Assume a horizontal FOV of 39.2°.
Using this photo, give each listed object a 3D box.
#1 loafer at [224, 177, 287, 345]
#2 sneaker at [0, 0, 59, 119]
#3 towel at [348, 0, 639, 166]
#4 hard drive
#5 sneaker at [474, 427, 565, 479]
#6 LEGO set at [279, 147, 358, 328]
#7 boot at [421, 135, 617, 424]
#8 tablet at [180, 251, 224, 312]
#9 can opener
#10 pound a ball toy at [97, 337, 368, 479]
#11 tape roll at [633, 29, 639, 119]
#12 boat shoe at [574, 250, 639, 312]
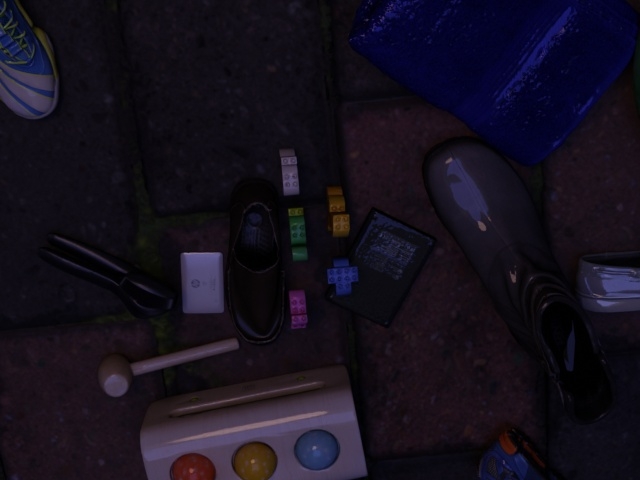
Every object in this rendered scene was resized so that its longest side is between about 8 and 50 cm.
[{"bbox_3d":[-0.085,0.036,1.121,0.080,0.078,0.220,-5,107,-1],"label":"loafer"},{"bbox_3d":[-0.372,-0.242,0.999,0.091,0.126,0.240,-21,106,4],"label":"sneaker"},{"bbox_3d":[0.207,-0.235,1.015,0.308,0.076,0.227,28,103,-28],"label":"towel"},{"bbox_3d":[0.077,0.037,1.158,0.094,0.022,0.135,26,103,-10],"label":"hard drive"},{"bbox_3d":[0.297,0.356,1.245,0.087,0.083,0.221,-36,100,21],"label":"sneaker"},{"bbox_3d":[0.000,0.000,1.089,0.087,0.093,0.227,-5,97,-4],"label":"LEGO set"},{"bbox_3d":[0.246,0.036,1.062,0.118,0.223,0.338,-33,105,8],"label":"boot"},{"bbox_3d":[-0.153,0.055,1.161,0.054,0.006,0.083,0,106,-2],"label":"tablet"},{"bbox_3d":[-0.264,0.039,1.129,0.186,0.059,0.073,27,130,0],"label":"can opener"},{"bbox_3d":[-0.114,0.231,1.149,0.319,0.136,0.208,-11,107,0],"label":"pound a ball toy"},{"bbox_3d":[0.527,-0.212,1.047,0.321,0.077,0.321,-5,109,-14],"label":"tape roll"},{"bbox_3d":[0.440,0.037,1.147,0.227,0.079,0.081,-7,111,3],"label":"boat shoe"}]
